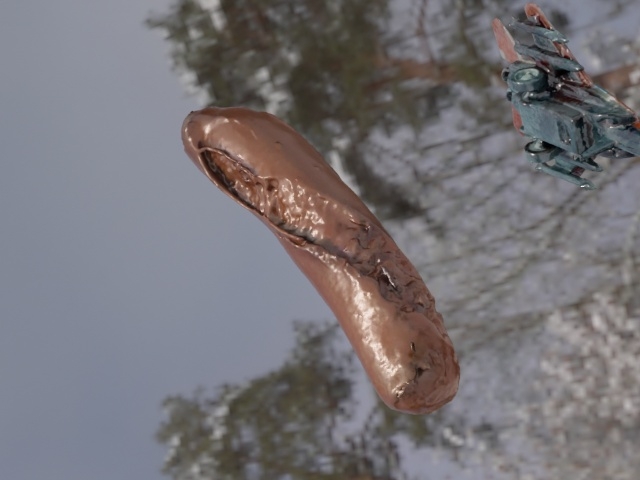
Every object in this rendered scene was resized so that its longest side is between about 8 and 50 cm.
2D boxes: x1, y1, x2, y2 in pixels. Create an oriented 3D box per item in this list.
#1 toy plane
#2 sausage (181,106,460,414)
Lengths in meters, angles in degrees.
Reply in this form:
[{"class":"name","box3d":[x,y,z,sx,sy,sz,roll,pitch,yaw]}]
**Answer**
[{"class":"toy plane","box3d":[0.275,-0.126,1.793,0.104,0.326,0.223,-22,-60,-11]},{"class":"sausage","box3d":[0.002,-0.001,1.336,0.327,0.087,0.079,51,174,27]}]
